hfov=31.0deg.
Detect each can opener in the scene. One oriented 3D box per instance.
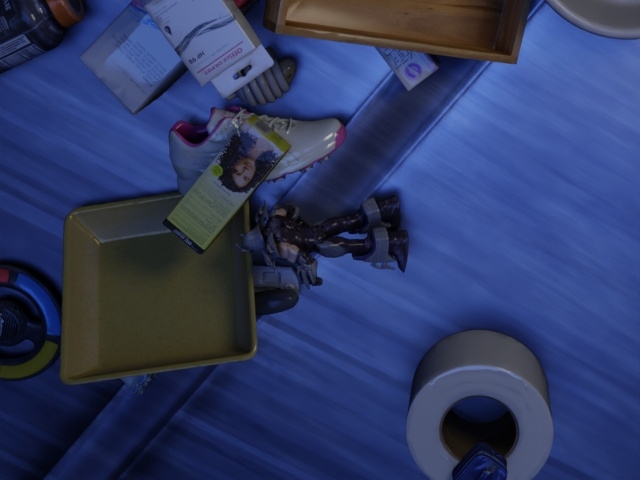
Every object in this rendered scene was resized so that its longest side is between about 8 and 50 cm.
[{"bbox_3d":[-0.177,0.084,2.022,0.284,0.095,0.076,2,106,7],"label":"can opener"}]

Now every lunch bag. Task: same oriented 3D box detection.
[{"bbox_3d":[0.262,0.383,1.885,0.067,0.065,0.098,35,108,-3],"label":"lunch bag"}]

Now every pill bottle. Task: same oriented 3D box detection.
[{"bbox_3d":[-0.519,-0.357,1.926,0.246,0.130,0.130,-22,102,13],"label":"pill bottle"}]

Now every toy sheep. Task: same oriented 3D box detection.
[{"bbox_3d":[-0.100,-0.266,1.916,0.132,0.091,0.091,-24,101,10],"label":"toy sheep"}]

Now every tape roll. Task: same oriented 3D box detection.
[{"bbox_3d":[0.272,0.294,1.981,0.246,0.169,0.246,2,107,7],"label":"tape roll"}]

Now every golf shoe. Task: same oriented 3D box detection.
[{"bbox_3d":[-0.113,-0.166,1.923,0.306,0.115,0.140,-15,115,11],"label":"golf shoe"},{"bbox_3d":[-0.313,0.195,2.092,0.086,0.069,0.176,38,107,2],"label":"golf shoe"}]

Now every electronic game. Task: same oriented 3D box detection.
[{"bbox_3d":[-0.578,0.151,2.124,0.229,0.048,0.229,2,107,8],"label":"electronic game"}]

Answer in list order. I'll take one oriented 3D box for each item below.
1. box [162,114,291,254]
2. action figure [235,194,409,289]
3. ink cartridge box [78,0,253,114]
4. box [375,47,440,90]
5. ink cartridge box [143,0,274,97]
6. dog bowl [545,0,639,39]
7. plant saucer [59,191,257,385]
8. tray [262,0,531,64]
[{"bbox_3d":[-0.153,-0.090,1.877,0.087,0.058,0.232,39,111,-1],"label":"box"},{"bbox_3d":[0.000,0.000,1.924,0.285,0.185,0.099,-4,138,-10],"label":"action figure"},{"bbox_3d":[-0.213,-0.362,1.831,0.306,0.226,0.131,-41,98,15],"label":"ink cartridge box"},{"bbox_3d":[0.072,-0.391,1.867,0.067,0.063,0.324,-35,99,17],"label":"box"},{"bbox_3d":[-0.160,-0.301,1.694,0.104,0.060,0.180,-33,103,15],"label":"ink cartridge box"},{"bbox_3d":[0.452,-0.451,1.673,0.349,0.102,0.348,7,120,13],"label":"dog bowl"},{"bbox_3d":[-0.269,0.083,1.967,0.333,0.081,0.332,-9,63,7],"label":"plant saucer"},{"bbox_3d":[0.129,-0.396,1.760,0.411,0.076,0.202,3,108,-23],"label":"tray"}]
